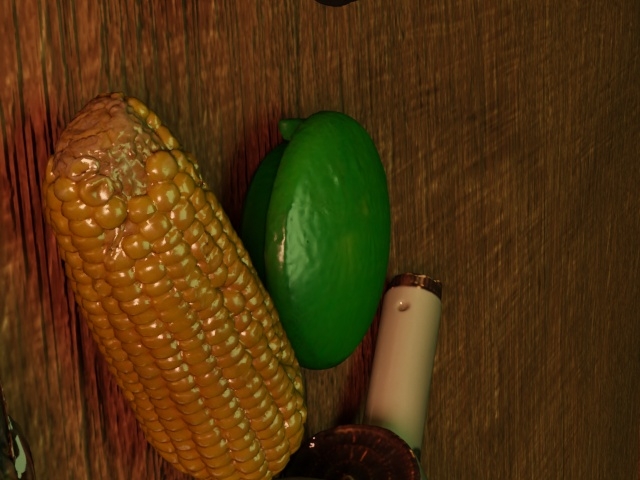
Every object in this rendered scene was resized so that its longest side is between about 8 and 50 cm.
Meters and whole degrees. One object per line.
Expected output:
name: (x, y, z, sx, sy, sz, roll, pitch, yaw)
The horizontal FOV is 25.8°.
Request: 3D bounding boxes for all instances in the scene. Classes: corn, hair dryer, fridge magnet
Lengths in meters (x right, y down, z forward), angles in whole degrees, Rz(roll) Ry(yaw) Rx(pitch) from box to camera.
corn: (-0.089, 0.047, 0.894, 0.119, 0.119, 0.322, -63, 144, -42)
hair dryer: (0.070, 0.169, 1.299, 0.203, 0.128, 0.362, 64, 29, -47)
fridge magnet: (0.000, 0.000, 1.121, 0.208, 0.088, 0.208, 3, 90, -67)

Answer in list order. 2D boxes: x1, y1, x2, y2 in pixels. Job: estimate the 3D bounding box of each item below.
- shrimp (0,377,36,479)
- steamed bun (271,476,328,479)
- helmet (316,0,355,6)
shrimp: (-0.222, 0.107, 0.667, 0.222, 0.054, 0.290, -64, 145, -43)
steamed bun: (-0.009, 0.315, 0.991, 0.283, 0.177, 0.283, -38, 137, -48)
helmet: (-0.015, -0.297, 0.952, 0.279, 0.160, 0.230, -61, 148, -22)
